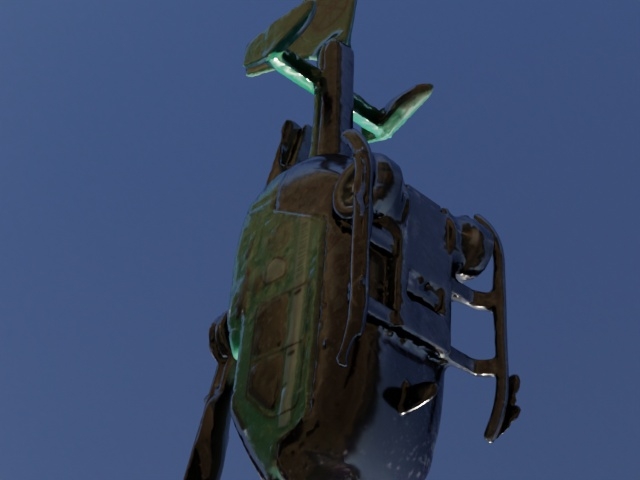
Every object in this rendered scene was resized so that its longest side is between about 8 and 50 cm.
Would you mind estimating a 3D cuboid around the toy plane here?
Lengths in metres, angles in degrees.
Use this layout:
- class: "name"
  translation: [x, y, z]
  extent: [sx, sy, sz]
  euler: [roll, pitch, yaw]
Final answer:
- class: "toy plane"
  translation: [0.000, 0.000, 0.635]
  extent: [0.155, 0.106, 0.382]
  euler: [-28, -135, 37]
